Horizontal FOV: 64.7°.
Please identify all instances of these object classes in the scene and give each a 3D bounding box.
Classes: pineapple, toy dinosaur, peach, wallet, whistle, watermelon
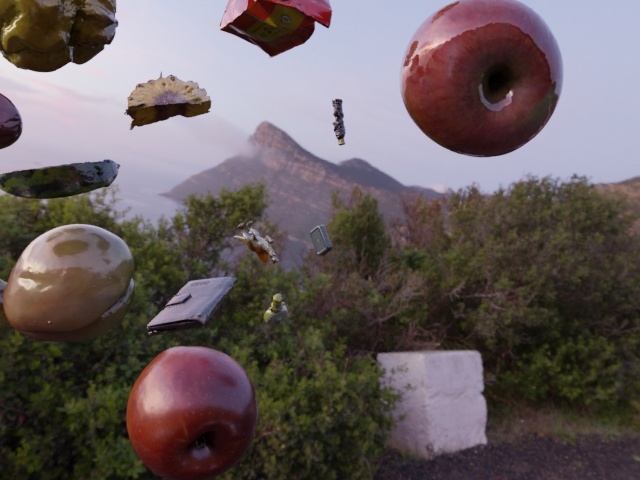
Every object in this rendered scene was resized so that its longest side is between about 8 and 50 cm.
[{"bbox_3d":[-0.416,-0.380,1.349,0.233,0.135,0.079,-16,-29,-23],"label":"pineapple"},{"bbox_3d":[-0.175,0.013,1.414,0.057,0.142,0.212,-33,0,-18],"label":"toy dinosaur"},{"bbox_3d":[-0.576,0.105,1.173,0.247,0.292,0.292,56,22,18],"label":"peach"},{"bbox_3d":[-0.763,-0.276,1.155,0.152,0.152,0.152,12,5,-1],"label":"peach"},{"bbox_3d":[-0.371,0.183,1.497,0.169,0.044,0.317,-7,18,11],"label":"wallet"},{"bbox_3d":[-0.177,0.285,2.064,0.104,0.198,0.057,-19,61,-22],"label":"whistle"},{"bbox_3d":[-0.532,-0.127,1.028,0.245,0.063,0.119,-14,20,-22],"label":"watermelon"}]

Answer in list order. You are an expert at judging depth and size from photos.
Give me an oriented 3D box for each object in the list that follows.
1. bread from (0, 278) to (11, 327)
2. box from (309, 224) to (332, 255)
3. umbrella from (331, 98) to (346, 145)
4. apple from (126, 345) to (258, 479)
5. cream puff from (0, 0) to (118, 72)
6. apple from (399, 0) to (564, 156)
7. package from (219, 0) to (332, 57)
[{"bbox_3d":[-0.971,0.167,1.489,0.088,0.128,0.232,-14,-40,32],"label":"bread"},{"bbox_3d":[0.000,0.000,2.235,0.031,0.126,0.091,-6,-21,-40],"label":"box"},{"bbox_3d":[0.056,-0.364,1.550,0.040,0.144,0.037,-5,-3,-12],"label":"umbrella"},{"bbox_3d":[-0.219,0.295,0.873,0.218,0.218,0.201,10,24,-24],"label":"apple"},{"bbox_3d":[-0.749,-0.640,1.464,0.275,0.378,0.378,31,0,-15],"label":"cream puff"},{"bbox_3d":[0.329,-0.342,1.064,0.344,0.345,0.269,11,24,-13],"label":"apple"},{"bbox_3d":[-0.129,-0.612,1.368,0.196,0.123,0.423,18,1,-27],"label":"package"}]
